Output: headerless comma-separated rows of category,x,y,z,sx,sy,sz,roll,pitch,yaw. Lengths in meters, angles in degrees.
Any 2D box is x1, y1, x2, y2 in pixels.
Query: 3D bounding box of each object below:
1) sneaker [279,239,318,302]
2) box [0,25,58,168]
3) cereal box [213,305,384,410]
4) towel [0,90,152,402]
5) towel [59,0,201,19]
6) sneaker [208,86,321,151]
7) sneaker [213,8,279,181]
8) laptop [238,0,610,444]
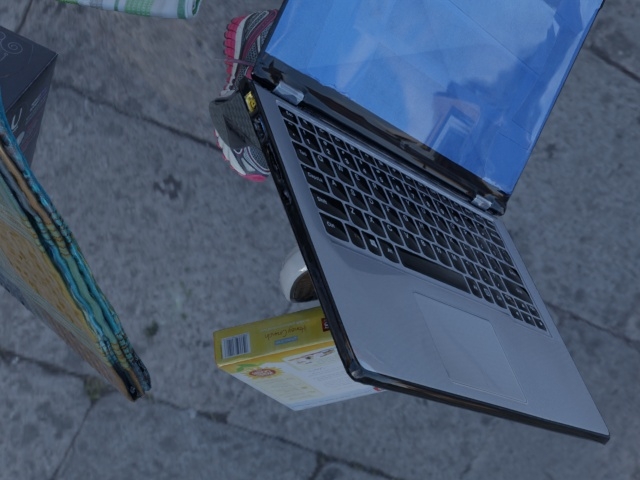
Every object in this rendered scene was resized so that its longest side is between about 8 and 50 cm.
sneaker,0.000,0.000,1.100,0.106,0.290,0.123,-22,83,6
box,-0.487,-0.153,1.366,0.143,0.165,0.270,26,134,-5
cereal box,0.003,0.139,1.137,0.173,0.047,0.240,-15,155,14
towel,-0.280,-0.038,0.835,0.040,0.271,0.370,-40,141,-22
towel,-0.180,-0.274,0.953,0.152,0.023,0.113,11,73,13
sneaker,-0.010,-0.152,1.015,0.163,0.226,0.086,-27,110,-17
sneaker,-0.102,-0.245,1.623,0.121,0.112,0.299,16,72,-54
laptop,0.153,-0.087,0.793,0.236,0.407,0.382,-38,144,25
